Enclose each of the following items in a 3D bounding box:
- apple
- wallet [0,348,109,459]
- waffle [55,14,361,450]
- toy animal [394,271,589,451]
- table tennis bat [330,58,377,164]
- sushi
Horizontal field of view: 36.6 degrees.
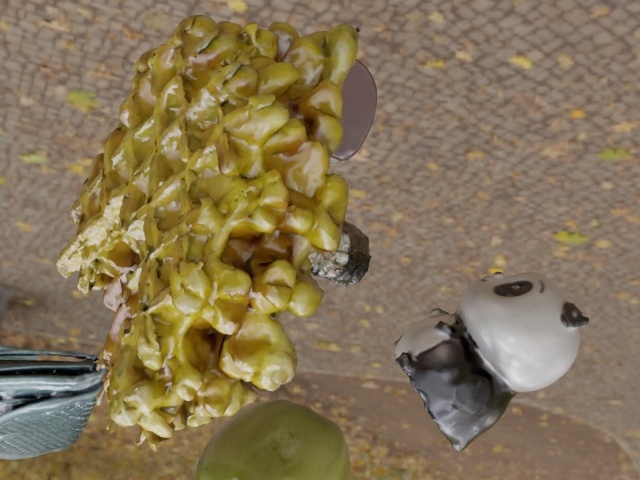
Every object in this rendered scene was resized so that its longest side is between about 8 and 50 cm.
[{"bbox_3d":[-0.085,0.413,1.716,0.279,0.279,0.279,6,158,2],"label":"apple"},{"bbox_3d":[-0.422,0.236,1.291,0.237,0.075,0.342,1,152,-23],"label":"wallet"},{"bbox_3d":[-0.061,-0.006,0.438,0.070,0.197,0.193,19,168,-30],"label":"waffle"},{"bbox_3d":[0.220,0.137,1.251,0.235,0.165,0.187,-38,-177,6],"label":"toy animal"},{"bbox_3d":[-0.009,-0.163,1.517,0.154,0.274,0.021,21,-176,0],"label":"table tennis bat"},{"bbox_3d":[0.000,0.000,1.357,0.150,0.091,0.078,37,-168,38],"label":"sushi"}]
